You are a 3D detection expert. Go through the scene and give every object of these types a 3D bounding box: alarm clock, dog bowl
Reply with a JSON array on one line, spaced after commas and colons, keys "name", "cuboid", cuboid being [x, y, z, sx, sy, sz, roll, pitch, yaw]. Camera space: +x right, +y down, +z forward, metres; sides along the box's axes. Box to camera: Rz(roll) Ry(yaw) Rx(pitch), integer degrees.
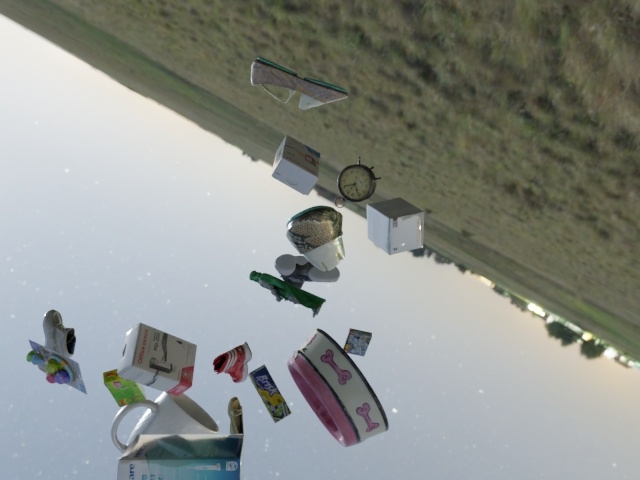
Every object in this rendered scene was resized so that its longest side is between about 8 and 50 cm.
[{"name": "alarm clock", "cuboid": [0.116, -0.187, 2.080, 0.129, 0.192, 0.064, 47, -157, 9]}, {"name": "dog bowl", "cuboid": [0.042, 0.500, 1.979, 0.408, 0.150, 0.408, 49, 161, 23]}]

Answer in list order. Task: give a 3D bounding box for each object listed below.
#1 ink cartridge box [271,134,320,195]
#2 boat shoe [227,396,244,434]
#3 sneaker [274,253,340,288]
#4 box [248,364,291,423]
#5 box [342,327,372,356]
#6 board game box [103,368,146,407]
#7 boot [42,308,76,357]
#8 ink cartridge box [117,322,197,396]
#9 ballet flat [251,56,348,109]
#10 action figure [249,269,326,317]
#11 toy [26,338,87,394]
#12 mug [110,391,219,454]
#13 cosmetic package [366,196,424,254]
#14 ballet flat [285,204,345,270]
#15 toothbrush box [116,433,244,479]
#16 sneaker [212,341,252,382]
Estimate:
[{"name": "ink cartridge box", "cuboid": [-0.049, -0.159, 1.255, 0.088, 0.052, 0.122, 27, -149, -15]}, {"name": "boat shoe", "cuboid": [-0.299, 0.638, 2.148, 0.048, 0.153, 0.056, 7, -171, 40]}, {"name": "sneaker", "cuboid": [-0.049, 0.137, 2.417, 0.268, 0.101, 0.153, 11, 150, 10]}, {"name": "box", "cuboid": [-0.154, 0.465, 1.810, 0.169, 0.059, 0.054, 59, 163, 12]}, {"name": "box", "cuboid": [0.147, 0.411, 2.402, 0.093, 0.137, 0.027, 12, -136, -3]}, {"name": "board game box", "cuboid": [-0.651, 0.488, 1.992, 0.181, 0.092, 0.043, 88, 165, -50]}, {"name": "boot", "cuboid": [-1.023, 0.369, 2.368, 0.095, 0.123, 0.258, 49, -161, -53]}, {"name": "ink cartridge box", "cuboid": [-0.510, 0.375, 1.882, 0.217, 0.092, 0.159, 29, -139, -31]}, {"name": "ballet flat", "cuboid": [-0.072, -0.474, 1.873, 0.315, 0.106, 0.107, 21, -164, 2]}, {"name": "action figure", "cuboid": [-0.105, 0.148, 1.737, 0.232, 0.064, 0.137, 28, -176, 10]}, {"name": "toy", "cuboid": [-0.866, 0.420, 1.931, 0.237, 0.137, 0.056, 19, -143, 27]}, {"name": "mug", "cuboid": [-0.638, 0.764, 2.326, 0.374, 0.328, 0.276, 45, 171, -28]}, {"name": "cosmetic package", "cuboid": [0.283, -0.058, 2.270, 0.151, 0.151, 0.183, -13, -153, -20]}, {"name": "ballet flat", "cuboid": [0.000, 0.000, 1.706, 0.483, 0.164, 0.182, -173, 59, -88]}, {"name": "toothbrush box", "cuboid": [-0.346, 0.584, 1.526, 0.295, 0.126, 0.216, 2, 178, -6]}, {"name": "sneaker", "cuboid": [-0.317, 0.432, 2.053, 0.128, 0.221, 0.087, -13, -130, -28]}]
